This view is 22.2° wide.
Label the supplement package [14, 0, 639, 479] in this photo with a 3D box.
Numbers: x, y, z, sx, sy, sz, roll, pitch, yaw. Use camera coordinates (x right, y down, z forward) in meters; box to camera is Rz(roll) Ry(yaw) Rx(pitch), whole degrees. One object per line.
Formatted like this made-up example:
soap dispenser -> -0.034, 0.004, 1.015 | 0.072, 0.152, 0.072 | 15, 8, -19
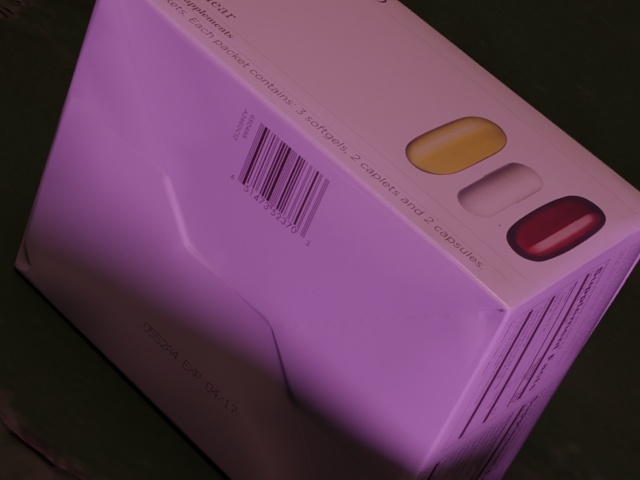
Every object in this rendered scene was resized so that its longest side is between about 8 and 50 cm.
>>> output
supplement package -> 0.000, 0.000, 0.831 | 0.262, 0.204, 0.145 | 41, 39, 20
